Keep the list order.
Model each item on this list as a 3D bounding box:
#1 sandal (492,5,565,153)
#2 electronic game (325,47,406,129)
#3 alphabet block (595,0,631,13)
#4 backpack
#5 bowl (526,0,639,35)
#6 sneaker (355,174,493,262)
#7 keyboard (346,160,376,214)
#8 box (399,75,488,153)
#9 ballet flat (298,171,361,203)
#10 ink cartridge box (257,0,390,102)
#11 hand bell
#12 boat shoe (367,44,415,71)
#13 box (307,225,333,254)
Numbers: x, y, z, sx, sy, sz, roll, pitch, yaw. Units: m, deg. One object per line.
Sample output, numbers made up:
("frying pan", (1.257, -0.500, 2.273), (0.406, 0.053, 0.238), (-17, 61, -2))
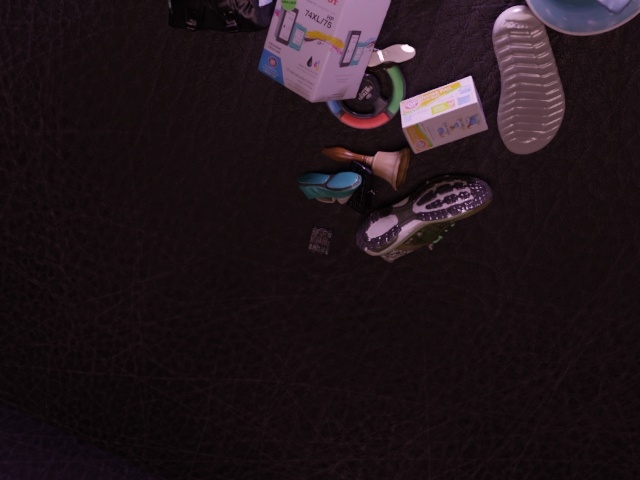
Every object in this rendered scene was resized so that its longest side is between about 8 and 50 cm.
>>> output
("sandal", (0.530, -0.408, 1.685), (0.170, 0.102, 0.416), (-6, 131, 14))
("electronic game", (0.118, -0.412, 1.800), (0.229, 0.048, 0.229), (4, 118, 9))
("alphabet block", (0.574, -0.600, 1.335), (0.193, 0.197, 0.192), (34, 118, -8))
("backpack", (-0.250, -0.721, 1.615), (0.290, 0.273, 0.355), (6, 135, 18))
("bowl", (0.610, -0.643, 1.510), (0.312, 0.163, 0.311), (5, 119, 10))
("sneaker", (0.314, -0.052, 1.931), (0.411, 0.158, 0.182), (-24, 142, 20))
("keyboard", (0.111, -0.138, 1.897), (0.100, 0.038, 0.192), (31, 149, 17))
("box", (0.322, -0.330, 1.749), (0.203, 0.114, 0.103), (-18, 136, 19))
("ballet flat", (0.040, -0.149, 1.898), (0.247, 0.083, 0.087), (8, 139, 47))
("ink cartridge box", (0.008, -0.514, 1.648), (0.198, 0.197, 0.270), (35, 122, 25))
("hand bell", (0.121, -0.229, 1.884), (0.242, 0.126, 0.126), (16, 120, 18))
("boat shoe", (0.181, -0.474, 1.721), (0.133, 0.042, 0.048), (-12, 78, 9))
("box", (0.000, 0.000, 2.060), (0.067, 0.018, 0.083), (14, 119, 4))
